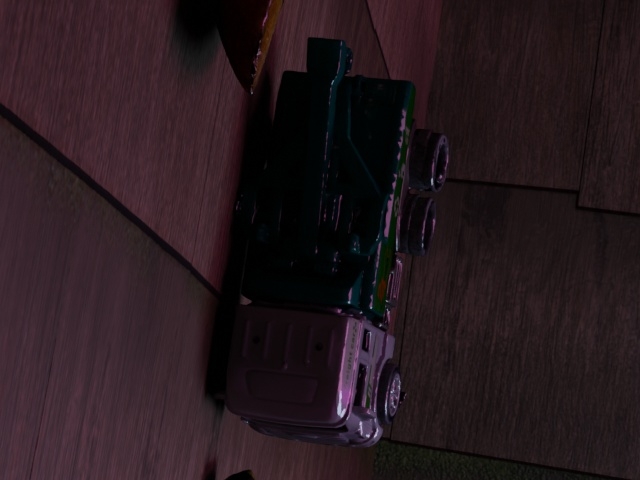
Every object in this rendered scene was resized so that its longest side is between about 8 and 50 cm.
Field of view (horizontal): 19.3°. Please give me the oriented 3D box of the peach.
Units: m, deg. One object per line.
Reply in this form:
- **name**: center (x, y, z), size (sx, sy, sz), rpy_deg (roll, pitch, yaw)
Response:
- **peach**: center (-0.052, -0.211, 1.436), size (0.279, 0.068, 0.189), rpy_deg (-75, 177, -55)

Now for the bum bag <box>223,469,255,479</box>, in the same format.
- **bum bag**: center (-0.089, 0.316, 1.712), size (0.106, 0.060, 0.232), rpy_deg (103, 1, -60)

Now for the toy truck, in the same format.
- **toy truck**: center (0.002, 0.003, 1.723), size (0.178, 0.177, 0.363), rpy_deg (25, 72, -73)
